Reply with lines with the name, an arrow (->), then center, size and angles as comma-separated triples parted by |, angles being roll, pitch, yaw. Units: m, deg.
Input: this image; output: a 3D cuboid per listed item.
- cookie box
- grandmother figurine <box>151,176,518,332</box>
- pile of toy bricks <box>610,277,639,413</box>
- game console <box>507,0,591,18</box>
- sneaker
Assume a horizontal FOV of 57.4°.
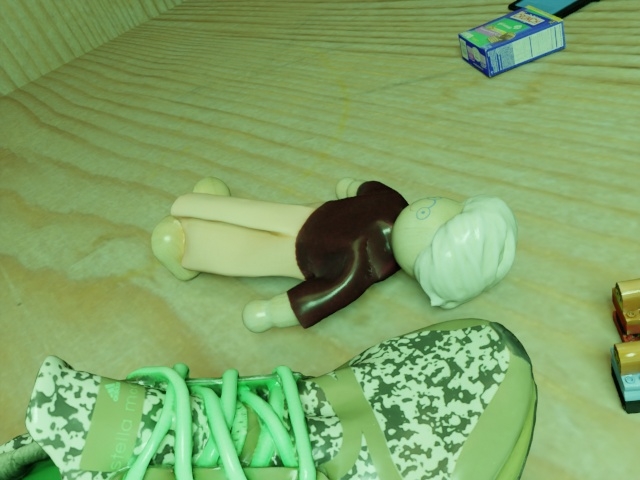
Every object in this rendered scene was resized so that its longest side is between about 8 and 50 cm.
cookie box -> 0.253, -0.268, 0.780 | 0.107, 0.040, 0.092 | -21, 34, 0
grandmother figurine -> 0.000, 0.000, 0.521 | 0.342, 0.104, 0.208 | 2, 50, 34
pile of toy bricks -> 0.225, 0.065, 0.304 | 0.118, 0.105, 0.212 | -12, 36, 15
game console -> 0.351, -0.385, 0.859 | 0.071, 0.107, 0.122 | -2, 30, -22
sneaker -> -0.073, 0.129, 0.315 | 0.410, 0.182, 0.158 | -25, 35, -4
